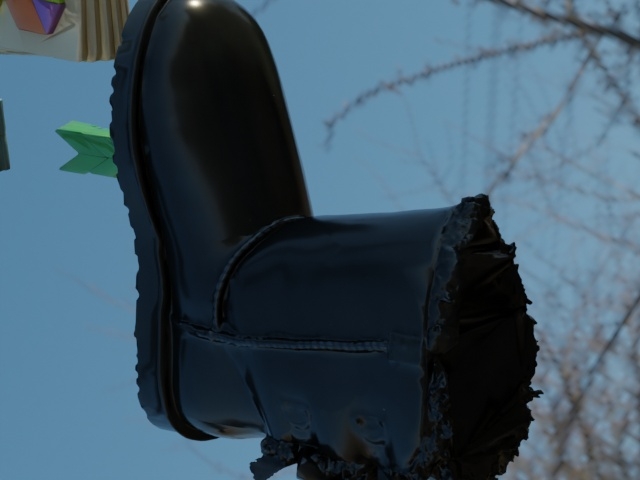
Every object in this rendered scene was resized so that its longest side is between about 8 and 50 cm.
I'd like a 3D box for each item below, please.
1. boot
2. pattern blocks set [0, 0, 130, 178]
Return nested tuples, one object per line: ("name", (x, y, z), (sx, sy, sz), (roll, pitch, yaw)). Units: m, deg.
("boot", (0.000, 0.000, 0.381), (0.045, 0.099, 0.121), (-7, -82, -45))
("pattern blocks set", (-0.174, -0.189, 0.927), (0.026, 0.285, 0.324), (-27, -71, -51))
